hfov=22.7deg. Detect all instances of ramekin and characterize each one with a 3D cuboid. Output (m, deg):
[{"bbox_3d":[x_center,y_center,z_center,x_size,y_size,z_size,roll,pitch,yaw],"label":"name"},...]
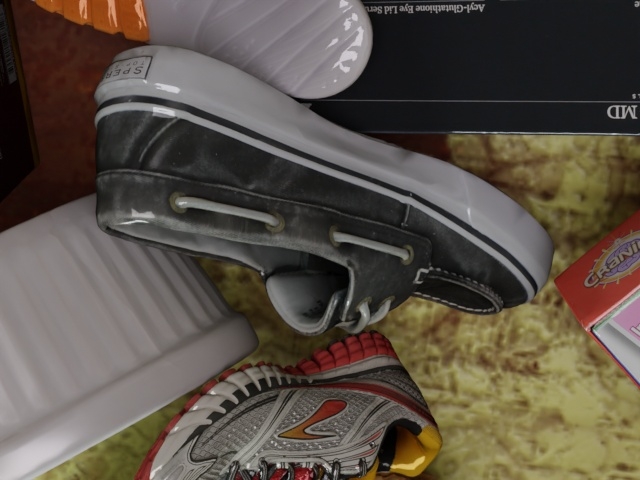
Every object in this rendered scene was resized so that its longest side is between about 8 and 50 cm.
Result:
[{"bbox_3d":[-0.182,0.071,0.948,0.273,0.273,0.127,-27,91,6],"label":"ramekin"}]

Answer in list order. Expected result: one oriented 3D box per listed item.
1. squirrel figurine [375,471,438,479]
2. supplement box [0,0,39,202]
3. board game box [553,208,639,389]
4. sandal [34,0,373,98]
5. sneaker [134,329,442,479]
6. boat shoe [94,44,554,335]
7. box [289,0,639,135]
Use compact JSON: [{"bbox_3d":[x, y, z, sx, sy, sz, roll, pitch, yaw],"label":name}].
[{"bbox_3d":[-0.010,0.338,0.954,0.397,0.281,0.370,-17,62,-22],"label":"squirrel figurine"},{"bbox_3d":[-0.260,-0.108,0.934,0.129,0.194,0.191,-8,103,2],"label":"supplement box"},{"bbox_3d":[0.328,0.061,0.952,0.242,0.064,0.316,-40,116,8],"label":"board game box"},{"bbox_3d":[-0.081,-0.158,0.942,0.265,0.076,0.102,29,109,14],"label":"sandal"},{"bbox_3d":[-0.014,0.120,0.911,0.092,0.225,0.088,50,134,24],"label":"sneaker"},{"bbox_3d":[0.000,0.000,0.943,0.335,0.121,0.119,21,72,-33],"label":"boat shoe"},{"bbox_3d":[0.112,-0.157,0.927,0.261,0.103,0.184,3,102,23],"label":"box"}]
